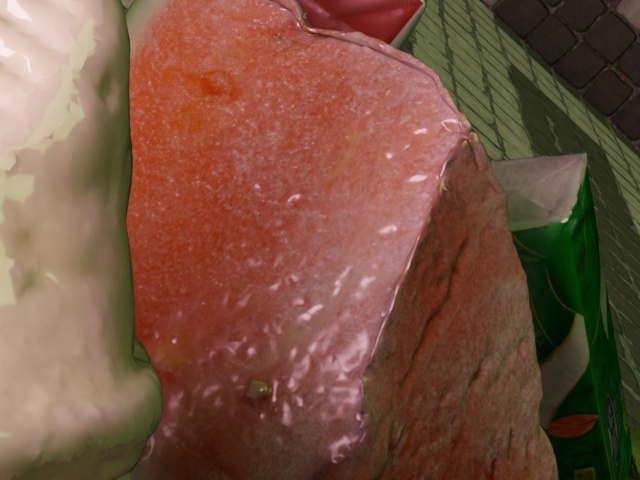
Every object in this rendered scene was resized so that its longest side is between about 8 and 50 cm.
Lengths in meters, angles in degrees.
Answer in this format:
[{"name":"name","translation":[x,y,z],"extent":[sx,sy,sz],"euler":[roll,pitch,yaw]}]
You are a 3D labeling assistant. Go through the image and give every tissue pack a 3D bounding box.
[{"name":"tissue pack","translation":[0.092,0.077,0.872],"extent":[0.156,0.148,0.209],"euler":[-57,139,-57]}]

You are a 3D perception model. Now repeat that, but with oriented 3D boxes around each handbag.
[{"name":"handbag","translation":[-0.039,-0.287,1.554],"extent":[0.298,0.151,0.171],"euler":[37,15,-4]}]

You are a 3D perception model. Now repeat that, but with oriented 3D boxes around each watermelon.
[{"name":"watermelon","translation":[-0.046,0.055,0.737],"extent":[0.222,0.319,0.292],"euler":[-30,37,-35]}]

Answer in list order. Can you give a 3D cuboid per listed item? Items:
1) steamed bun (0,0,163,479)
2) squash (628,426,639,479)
[{"name":"steamed bun","translation":[-0.185,0.024,0.433],"extent":[0.268,0.207,0.280],"euler":[0,55,-10]},{"name":"squash","translation":[0.219,0.203,1.068],"extent":[0.247,0.132,0.132],"euler":[26,26,-51]}]
